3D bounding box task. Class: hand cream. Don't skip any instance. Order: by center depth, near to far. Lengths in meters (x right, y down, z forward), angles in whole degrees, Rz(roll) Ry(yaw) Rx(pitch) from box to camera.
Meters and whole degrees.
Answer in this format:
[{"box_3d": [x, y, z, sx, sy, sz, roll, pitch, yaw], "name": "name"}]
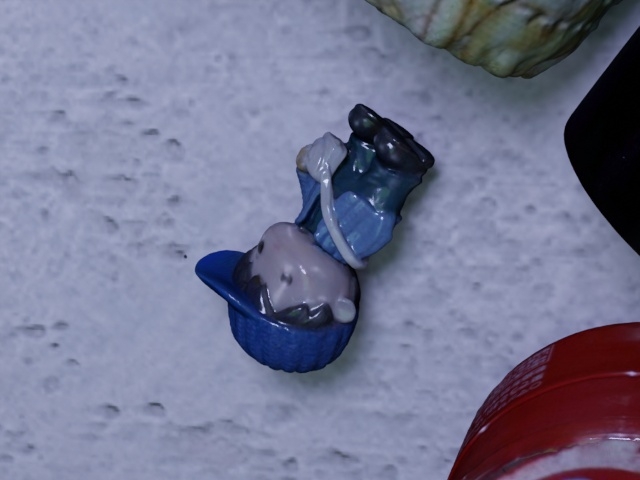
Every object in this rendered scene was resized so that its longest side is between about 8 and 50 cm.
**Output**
[{"box_3d": [0.167, 0.164, 0.803, 0.230, 0.149, 0.230, 4, 110, 12], "name": "hand cream"}]

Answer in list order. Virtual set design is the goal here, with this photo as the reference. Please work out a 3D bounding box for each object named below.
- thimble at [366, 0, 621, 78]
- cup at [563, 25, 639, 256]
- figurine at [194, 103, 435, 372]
[{"box_3d": [0.087, -0.166, 0.717, 0.190, 0.137, 0.143, 22, 118, -33], "name": "thimble"}, {"box_3d": [0.247, -0.043, 0.700, 0.239, 0.166, 0.177, 41, 118, 1], "name": "cup"}, {"box_3d": [0.000, 0.000, 0.839, 0.149, 0.087, 0.086, -54, 51, 12], "name": "figurine"}]
